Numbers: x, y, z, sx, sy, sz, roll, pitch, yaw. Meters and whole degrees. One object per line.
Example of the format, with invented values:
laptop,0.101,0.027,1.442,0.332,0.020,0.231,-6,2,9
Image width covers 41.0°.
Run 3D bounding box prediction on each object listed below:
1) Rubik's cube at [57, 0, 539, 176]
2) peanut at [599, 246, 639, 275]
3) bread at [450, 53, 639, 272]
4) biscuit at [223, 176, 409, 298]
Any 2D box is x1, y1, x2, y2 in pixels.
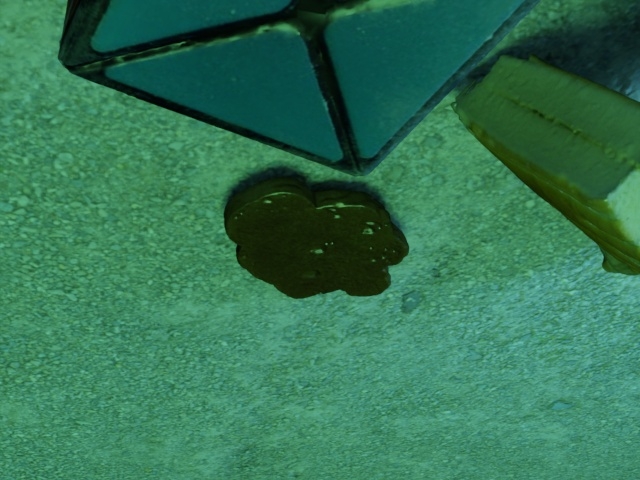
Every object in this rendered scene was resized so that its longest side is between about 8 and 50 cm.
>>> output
Rubik's cube,-0.009,-0.234,0.586,0.260,0.255,0.259,15,142,-26
peanut,0.393,-0.020,1.082,0.099,0.099,0.214,-10,143,8
bread,0.283,-0.069,0.881,0.111,0.246,0.239,-50,132,6
biscuit,0.000,0.000,1.110,0.208,0.041,0.290,-24,142,27
